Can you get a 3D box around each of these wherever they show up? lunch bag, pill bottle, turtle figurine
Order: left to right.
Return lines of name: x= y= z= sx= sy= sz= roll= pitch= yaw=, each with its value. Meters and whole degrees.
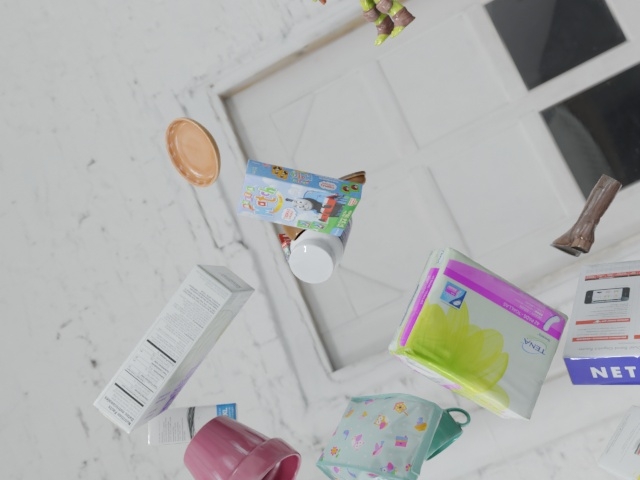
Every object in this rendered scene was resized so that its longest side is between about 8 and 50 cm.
pill bottle: x=0.000 y=0.000 z=1.984 sx=0.153 sy=0.153 sz=0.265 roll=59 pitch=-155 yaw=-22
turtle figurine: x=0.070 y=-0.476 z=1.312 sx=0.217 sy=0.087 sz=0.269 roll=47 pitch=151 yaw=-19
lunch bag: x=0.157 y=0.486 z=1.643 sx=0.160 sy=0.262 sz=0.223 roll=51 pitch=-131 yaw=-23

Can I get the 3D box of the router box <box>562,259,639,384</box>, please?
router box: x=0.687 y=0.156 z=1.406 sx=0.082 sy=0.335 sz=0.301 roll=62 pitch=-141 yaw=-26

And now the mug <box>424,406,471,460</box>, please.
mug: x=0.309 y=0.503 z=1.849 sx=0.158 sy=0.129 sz=0.097 roll=-17 pitch=-122 yaw=-39

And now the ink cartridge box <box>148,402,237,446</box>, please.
ink cartridge box: x=-0.299 y=0.438 z=1.655 sx=0.148 sy=0.203 sz=0.086 roll=111 pitch=156 yaw=-75

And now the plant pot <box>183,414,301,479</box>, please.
plant pot: x=-0.167 y=0.455 z=1.394 sx=0.180 sy=0.201 sz=0.201 roll=32 pitch=175 yaw=27

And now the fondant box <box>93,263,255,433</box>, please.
fondant box: x=-0.281 y=0.205 z=1.394 sx=0.096 sy=0.330 sz=0.238 roll=38 pitch=-179 yaw=5

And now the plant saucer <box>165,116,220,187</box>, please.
plant saucer: x=-0.339 y=-0.241 z=1.882 sx=0.037 sy=0.200 sz=0.200 roll=-36 pitch=-78 yaw=-41

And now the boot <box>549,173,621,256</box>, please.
boot: x=0.376 y=-0.036 z=0.985 sx=0.037 sy=0.114 sz=0.106 roll=25 pitch=175 yaw=-6

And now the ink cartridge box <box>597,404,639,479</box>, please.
ink cartridge box: x=0.748 y=0.468 z=1.311 sx=0.279 sy=0.160 sz=0.385 roll=34 pitch=175 yaw=5

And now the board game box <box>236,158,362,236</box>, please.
board game box: x=-0.044 y=-0.076 z=1.306 sx=0.160 sy=0.211 sz=0.039 roll=116 pitch=164 yaw=-62

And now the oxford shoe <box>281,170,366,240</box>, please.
oxford shoe: x=0.014 y=-0.071 z=1.441 sx=0.076 sy=0.212 sz=0.076 roll=60 pitch=-166 yaw=11

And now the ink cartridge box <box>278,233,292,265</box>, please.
ink cartridge box: x=-0.089 y=0.022 z=2.239 sx=0.063 sy=0.029 sz=0.115 roll=-6 pitch=-114 yaw=-40

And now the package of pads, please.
package of pads: x=0.297 y=0.182 z=1.304 sx=0.296 sy=0.229 sz=0.101 roll=29 pitch=167 yaw=-12
